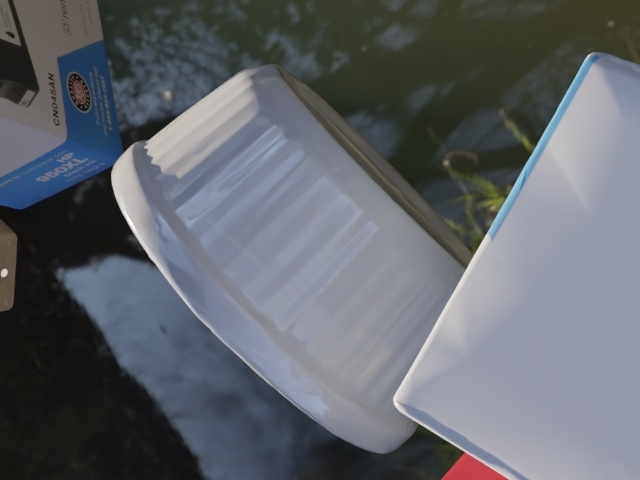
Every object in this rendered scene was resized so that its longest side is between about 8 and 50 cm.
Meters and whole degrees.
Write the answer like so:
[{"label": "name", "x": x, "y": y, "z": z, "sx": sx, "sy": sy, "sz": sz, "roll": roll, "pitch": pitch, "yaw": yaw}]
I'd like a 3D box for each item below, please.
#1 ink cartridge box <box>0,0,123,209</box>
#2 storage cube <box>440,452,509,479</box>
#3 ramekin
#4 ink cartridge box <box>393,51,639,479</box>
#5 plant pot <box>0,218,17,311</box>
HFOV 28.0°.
[{"label": "ink cartridge box", "x": -0.397, "y": -0.219, "z": 1.260, "sx": 0.166, "sy": 0.395, "sz": 0.286, "roll": -21, "pitch": 71, "yaw": 27}, {"label": "storage cube", "x": 0.228, "y": 0.281, "z": 1.183, "sx": 0.215, "sy": 0.193, "sz": 0.183, "roll": 45, "pitch": 175, "yaw": -21}, {"label": "ramekin", "x": 0.000, "y": 0.000, "z": 0.855, "sx": 0.127, "sy": 0.273, "sz": 0.273, "roll": -45, "pitch": 70, "yaw": 8}, {"label": "ink cartridge box", "x": 0.212, "y": 0.072, "z": 0.657, "sx": 0.197, "sy": 0.198, "sz": 0.270, "roll": 28, "pitch": 177, "yaw": 35}, {"label": "plant pot", "x": -0.339, "y": 0.023, "z": 1.179, "sx": 0.096, "sy": 0.109, "sz": 0.109, "roll": 14, "pitch": 104, "yaw": 32}]
